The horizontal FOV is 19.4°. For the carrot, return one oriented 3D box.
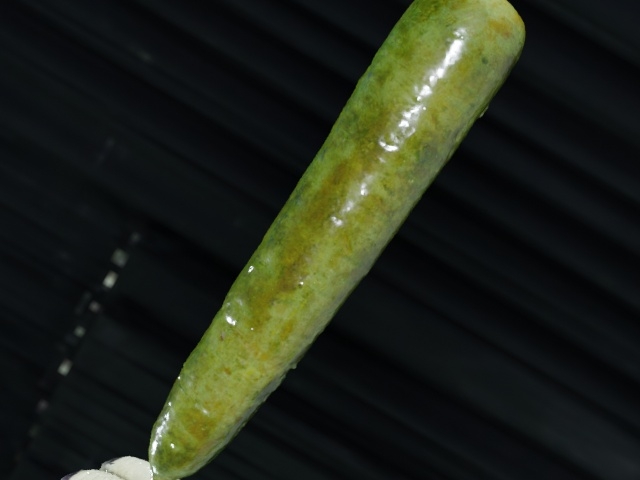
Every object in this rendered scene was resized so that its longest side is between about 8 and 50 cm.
[{"bbox_3d":[0.000,0.000,1.111,0.358,0.074,0.074,-55,1,5],"label":"carrot"}]

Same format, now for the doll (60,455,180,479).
[{"bbox_3d":[-0.092,0.275,1.559,0.175,0.278,0.149,-42,-26,-39],"label":"doll"}]
